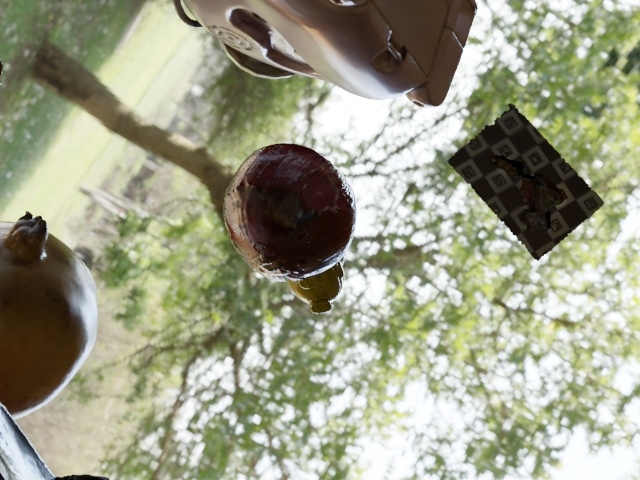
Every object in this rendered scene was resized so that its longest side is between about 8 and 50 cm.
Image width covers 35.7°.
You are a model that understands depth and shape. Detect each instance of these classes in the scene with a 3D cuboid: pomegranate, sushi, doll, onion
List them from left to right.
[{"bbox_3d":[-0.505,0.104,1.539,0.342,0.342,0.342,-57,-171,15],"label":"pomegranate"},{"bbox_3d":[-0.028,-0.025,0.921,0.131,0.131,0.131,-57,-171,15],"label":"onion"},{"bbox_3d":[0.000,0.000,1.062,0.162,0.062,0.106,-83,159,-44],"label":"doll"},{"bbox_3d":[0.289,-0.083,1.425,0.139,0.201,0.031,-39,172,-12],"label":"sushi"}]

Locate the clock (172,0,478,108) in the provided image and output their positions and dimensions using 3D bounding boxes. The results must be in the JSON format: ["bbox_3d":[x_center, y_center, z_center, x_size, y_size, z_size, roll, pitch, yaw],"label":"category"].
[{"bbox_3d":[-0.026,-0.287,1.116,0.184,0.326,0.342,-63,148,-13],"label":"clock"}]

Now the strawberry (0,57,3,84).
[{"bbox_3d":[-0.528,-0.220,1.322,0.085,0.140,0.192,7,-131,36],"label":"strawberry"}]

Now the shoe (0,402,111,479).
[{"bbox_3d":[-0.141,0.153,0.562,0.049,0.179,0.071,-22,-148,-1],"label":"shoe"}]
